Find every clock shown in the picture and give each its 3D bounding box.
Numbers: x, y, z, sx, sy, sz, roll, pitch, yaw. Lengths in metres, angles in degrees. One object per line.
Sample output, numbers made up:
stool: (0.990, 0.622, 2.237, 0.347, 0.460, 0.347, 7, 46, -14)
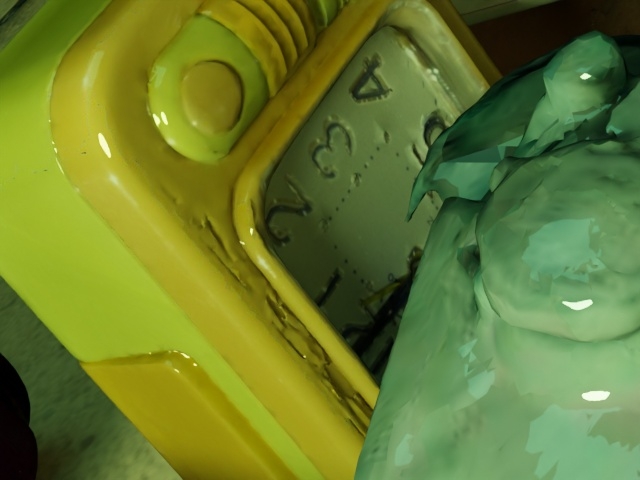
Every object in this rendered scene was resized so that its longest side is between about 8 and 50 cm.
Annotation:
clock: (0.000, 0.000, 0.484, 0.096, 0.202, 0.143, -15, 33, 43)

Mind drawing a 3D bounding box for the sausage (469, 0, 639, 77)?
sausage: (0.065, -0.078, 0.699, 0.304, 0.078, 0.078, 4, 45, 53)

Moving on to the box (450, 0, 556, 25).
box: (0.130, -0.134, 0.636, 0.285, 0.044, 0.142, -18, 21, -17)

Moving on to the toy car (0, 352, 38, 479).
toy car: (-0.292, 0.099, 0.639, 0.341, 0.240, 0.271, -16, 33, 41)

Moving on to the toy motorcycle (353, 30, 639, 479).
toy motorcycle: (0.101, 0.047, 0.368, 0.206, 0.154, 0.260, 4, 52, 23)
